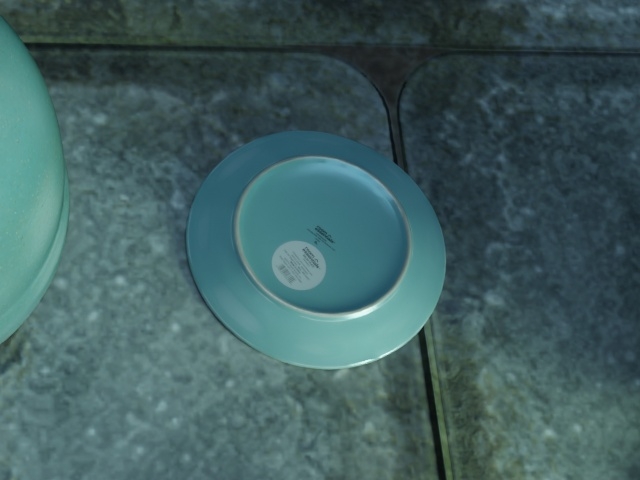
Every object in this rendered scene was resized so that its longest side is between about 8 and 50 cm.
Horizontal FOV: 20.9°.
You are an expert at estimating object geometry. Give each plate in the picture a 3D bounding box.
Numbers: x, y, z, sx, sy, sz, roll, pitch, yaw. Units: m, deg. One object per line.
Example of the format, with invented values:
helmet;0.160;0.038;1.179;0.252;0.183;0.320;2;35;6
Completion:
plate;0.000;0.000;1.219;0.188;0.024;0.188;6;63;-11

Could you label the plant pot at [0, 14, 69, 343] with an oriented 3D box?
plant pot;-0.298;-0.072;1.091;0.293;0.196;0.293;5;62;-10
